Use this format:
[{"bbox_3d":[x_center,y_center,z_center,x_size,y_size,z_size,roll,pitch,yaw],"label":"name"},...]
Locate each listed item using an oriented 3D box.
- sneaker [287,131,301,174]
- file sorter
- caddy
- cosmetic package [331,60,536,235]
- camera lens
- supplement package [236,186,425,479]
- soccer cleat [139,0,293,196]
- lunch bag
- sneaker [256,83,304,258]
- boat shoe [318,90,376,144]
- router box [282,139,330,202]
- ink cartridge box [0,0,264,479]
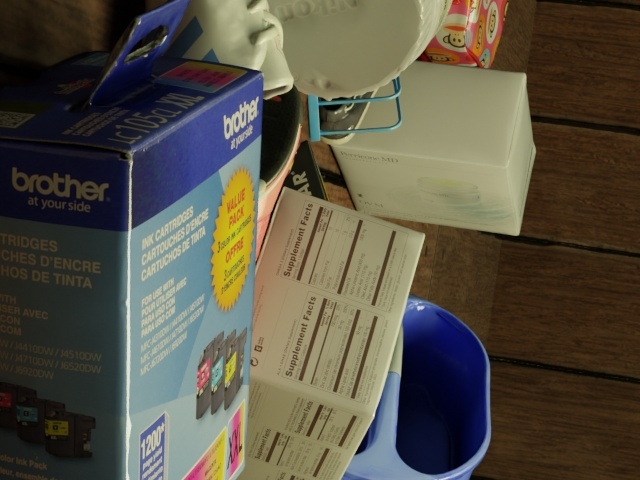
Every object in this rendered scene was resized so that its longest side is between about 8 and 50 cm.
[{"bbox_3d":[-0.057,-0.094,1.592,0.185,0.069,0.084,-25,117,-72],"label":"sneaker"},{"bbox_3d":[0.032,-0.213,1.739,0.118,0.104,0.170,-95,-179,-50],"label":"file sorter"},{"bbox_3d":[0.065,0.183,1.819,0.341,0.241,0.179,-83,-174,-56],"label":"caddy"},{"bbox_3d":[0.149,-0.120,2.061,0.225,0.224,0.138,65,35,-64],"label":"cosmetic package"},{"bbox_3d":[0.034,-0.291,1.529,0.274,0.219,0.219,-65,158,-48],"label":"camera lens"},{"bbox_3d":[-0.017,0.113,1.570,0.262,0.145,0.204,112,-4,-59],"label":"supplement package"},{"bbox_3d":[-0.083,-0.187,1.289,0.116,0.143,0.331,-24,120,-73],"label":"soccer cleat"},{"bbox_3d":[0.206,-0.399,2.339,0.258,0.120,0.293,29,70,-74],"label":"lunch bag"},{"bbox_3d":[-0.104,-0.007,1.434,0.136,0.116,0.314,90,20,-67],"label":"sneaker"},{"bbox_3d":[0.041,-0.212,1.899,0.065,0.075,0.206,77,30,-62],"label":"boat shoe"},{"bbox_3d":[0.000,0.000,1.763,0.133,0.046,0.179,68,4,-62],"label":"router box"},{"bbox_3d":[-0.151,0.024,1.146,0.270,0.151,0.395,-47,142,-66],"label":"ink cartridge box"}]
